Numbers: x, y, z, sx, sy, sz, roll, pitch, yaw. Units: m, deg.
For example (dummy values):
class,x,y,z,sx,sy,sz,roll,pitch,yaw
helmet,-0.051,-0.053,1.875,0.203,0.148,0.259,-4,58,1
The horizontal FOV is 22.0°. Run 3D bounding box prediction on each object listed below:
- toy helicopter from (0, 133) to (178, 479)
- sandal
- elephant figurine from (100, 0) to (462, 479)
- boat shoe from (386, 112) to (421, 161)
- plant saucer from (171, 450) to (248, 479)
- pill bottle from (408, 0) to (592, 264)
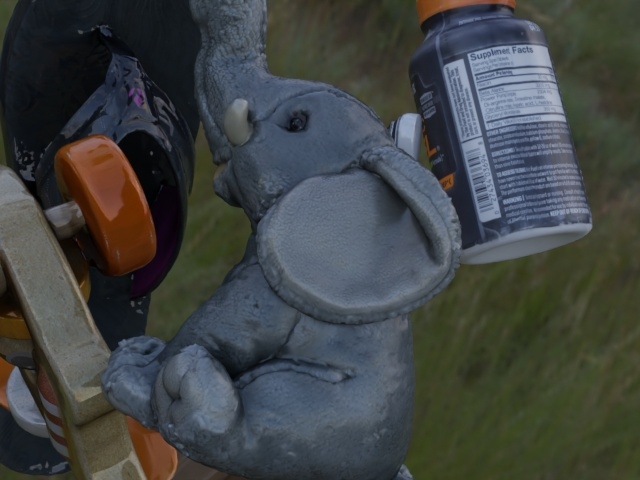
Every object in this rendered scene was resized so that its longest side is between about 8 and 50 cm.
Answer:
class,x,y,z,sx,sy,sz,roll,pitch,yaw
toy helicopter,-0.144,0.123,1.002,0.140,0.355,0.235,-23,-6,-20
sandal,-0.162,-0.013,1.266,0.167,0.445,0.107,-5,24,-35
elephant figurine,0.000,0.000,0.840,0.186,0.239,0.169,23,3,-39
boat shoe,0.053,-0.058,1.228,0.040,0.049,0.142,7,-16,3
plant saucer,-0.035,0.194,1.388,0.278,0.278,0.041,-1,49,-45
pill bottle,0.153,-0.111,1.470,0.130,0.245,0.130,-12,-10,-2
